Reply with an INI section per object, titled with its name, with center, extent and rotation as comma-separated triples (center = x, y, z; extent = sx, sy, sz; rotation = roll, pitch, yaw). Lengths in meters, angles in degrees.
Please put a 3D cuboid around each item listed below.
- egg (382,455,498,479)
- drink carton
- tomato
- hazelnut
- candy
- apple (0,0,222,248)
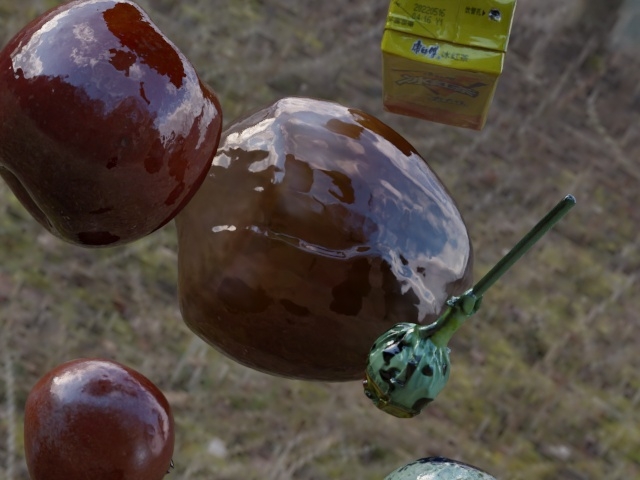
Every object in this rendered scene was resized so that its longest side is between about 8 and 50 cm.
[egg]
center = 0.075, 0.181, 1.024
extent = 0.085, 0.110, 0.085
rotation = 19, 50, -25
[drink carton]
center = 0.161, -0.240, 2.091
extent = 0.154, 0.111, 0.351
rotation = 12, -5, 4
[tomato]
center = -0.226, 0.195, 1.583
extent = 0.167, 0.167, 0.167
rotation = 26, 17, -9
[hazelnut]
center = 0.000, 0.000, 1.837
extent = 0.372, 0.315, 0.372
rotation = 10, 48, -12
[candy]
center = 0.148, 0.064, 1.545
extent = 0.083, 0.305, 0.091
rotation = 23, 35, -30
[apple]
center = -0.203, -0.106, 1.442
extent = 0.218, 0.201, 0.218
rotation = 47, -6, 7
